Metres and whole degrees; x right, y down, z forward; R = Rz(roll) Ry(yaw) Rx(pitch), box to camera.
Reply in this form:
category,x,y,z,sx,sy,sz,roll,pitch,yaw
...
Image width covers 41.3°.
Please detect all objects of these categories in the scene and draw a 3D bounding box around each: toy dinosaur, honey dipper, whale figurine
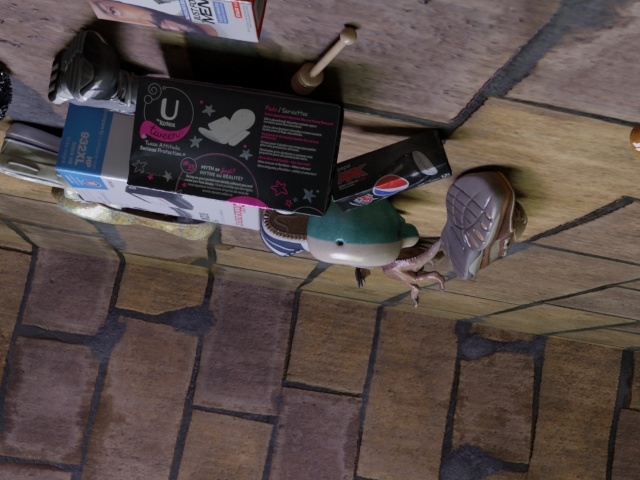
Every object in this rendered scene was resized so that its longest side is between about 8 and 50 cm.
category,x,y,z,sx,sy,sz,roll,pitch,yaw
toy dinosaur,0.176,0.054,1.970,0.200,0.127,0.296,19,162,-11
honey dipper,0.005,-0.204,0.968,0.030,0.030,0.161,13,168,-18
whale figurine,0.081,-0.040,1.593,0.216,0.141,0.272,6,-167,21

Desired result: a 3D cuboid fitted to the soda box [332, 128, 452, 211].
category,x,y,z,sx,sy,sz,roll,pitch,yaw
soda box,0.096,-0.098,1.205,0.169,0.060,0.053,-19,160,13

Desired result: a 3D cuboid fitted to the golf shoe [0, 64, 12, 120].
category,x,y,z,sx,sy,sz,roll,pitch,yaw
golf shoe,-0.505,-0.232,1.167,0.094,0.077,0.198,12,162,20

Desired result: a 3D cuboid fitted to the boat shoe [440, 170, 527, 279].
category,x,y,z,sx,sy,sz,roll,pitch,yaw
boat shoe,0.284,-0.039,1.437,0.116,0.123,0.324,-23,163,-8

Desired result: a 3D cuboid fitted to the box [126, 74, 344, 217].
category,x,y,z,sx,sy,sz,roll,pitch,yaw
box,-0.100,-0.125,1.093,0.247,0.142,0.163,10,-172,2

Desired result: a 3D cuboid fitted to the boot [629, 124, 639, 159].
category,x,y,z,sx,sy,sz,roll,pitch,yaw
boot,0.524,-0.087,0.988,0.295,0.104,0.211,21,171,-27

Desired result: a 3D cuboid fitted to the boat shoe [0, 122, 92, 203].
category,x,y,z,sx,sy,sz,roll,pitch,yaw
boat shoe,-0.425,-0.115,1.514,0.302,0.094,0.109,20,171,1

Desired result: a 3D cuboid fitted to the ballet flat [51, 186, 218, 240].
category,x,y,z,sx,sy,sz,roll,pitch,yaw
ballet flat,-0.364,-0.087,1.739,0.348,0.123,0.123,15,168,-26

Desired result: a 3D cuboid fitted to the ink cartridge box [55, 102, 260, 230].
category,x,y,z,sx,sy,sz,roll,pitch,yaw
ink cartridge box,-0.235,-0.119,1.354,0.307,0.129,0.223,10,169,-2

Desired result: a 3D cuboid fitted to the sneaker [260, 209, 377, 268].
category,x,y,z,sx,sy,sz,roll,pitch,yaw
sneaker,0.000,0.000,1.860,0.282,0.099,0.153,18,163,-9

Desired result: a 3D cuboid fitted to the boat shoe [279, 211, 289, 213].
category,x,y,z,sx,sy,sz,roll,pitch,yaw
boat shoe,-0.049,-0.074,1.716,0.100,0.035,0.035,10,143,16

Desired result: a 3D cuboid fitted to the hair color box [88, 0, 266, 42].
category,x,y,z,sx,sy,sz,roll,pitch,yaw
hair color box,-0.140,-0.243,0.820,0.167,0.053,0.093,10,170,3

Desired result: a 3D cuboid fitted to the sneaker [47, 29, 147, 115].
category,x,y,z,sx,sy,sz,roll,pitch,yaw
sneaker,-0.258,-0.205,1.084,0.132,0.086,0.229,10,-179,-30
